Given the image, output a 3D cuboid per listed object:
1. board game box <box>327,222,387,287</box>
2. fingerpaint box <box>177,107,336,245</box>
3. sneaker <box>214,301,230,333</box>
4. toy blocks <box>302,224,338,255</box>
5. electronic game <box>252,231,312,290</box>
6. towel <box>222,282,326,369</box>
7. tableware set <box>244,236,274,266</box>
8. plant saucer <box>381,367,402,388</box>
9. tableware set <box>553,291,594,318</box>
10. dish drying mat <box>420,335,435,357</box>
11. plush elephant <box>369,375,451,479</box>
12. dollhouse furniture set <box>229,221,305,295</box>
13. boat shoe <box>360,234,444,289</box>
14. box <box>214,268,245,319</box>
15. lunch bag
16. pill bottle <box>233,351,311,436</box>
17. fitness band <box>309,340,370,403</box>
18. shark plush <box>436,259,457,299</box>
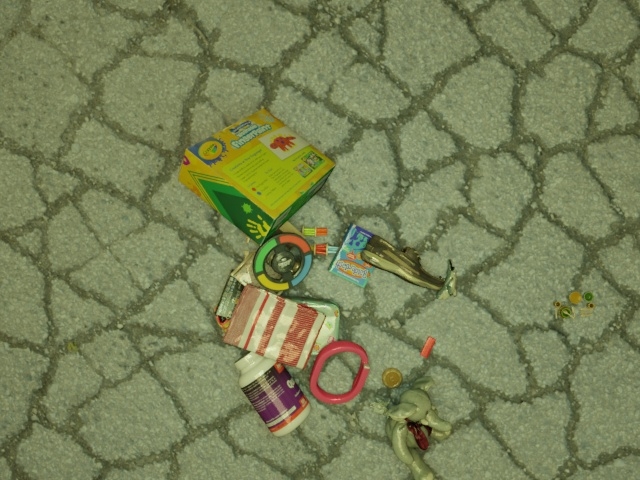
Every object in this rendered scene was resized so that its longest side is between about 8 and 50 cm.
[{"bbox_3d":[0.146,0.060,1.654,0.160,0.047,0.210,26,90,-11],"label":"board game box"},{"bbox_3d":[-0.215,-0.248,1.513,0.371,0.445,0.163,38,134,3],"label":"fingerpaint box"},{"bbox_3d":[-0.366,0.339,1.660,0.081,0.094,0.208,-33,88,1],"label":"sneaker"},{"bbox_3d":[0.000,0.000,1.675,0.148,0.054,0.123,3,87,1],"label":"toy blocks"},{"bbox_3d":[-0.133,0.079,1.501,0.229,0.048,0.229,-10,116,-23],"label":"electronic game"},{"bbox_3d":[-0.168,0.324,1.549,0.329,0.037,0.237,22,93,-7],"label":"towel"},{"bbox_3d":[-0.247,0.034,1.692,0.128,0.039,0.194,7,88,3],"label":"tableware set"},{"bbox_3d":[0.287,0.552,1.665,0.083,0.015,0.083,0,89,3],"label":"plant saucer"},{"bbox_3d":[0.999,0.255,1.639,0.154,0.024,0.104,-5,88,3],"label":"tableware set"},{"bbox_3d":[0.430,0.427,1.666,0.032,0.008,0.083,26,90,4],"label":"dish drying mat"},{"bbox_3d":[0.358,0.653,1.525,0.330,0.272,0.255,39,135,18],"label":"plush elephant"},{"bbox_3d":[-0.237,0.080,1.567,0.303,0.174,0.355,42,72,-4],"label":"dollhouse furniture set"},{"bbox_3d":[0.331,0.085,1.602,0.355,0.132,0.130,25,86,-13],"label":"boat shoe"},{"bbox_3d":[-0.296,0.231,1.640,0.184,0.045,0.190,21,72,-15],"label":"box"},{"bbox_3d":[-0.065,0.340,1.641,0.279,0.108,0.224,3,92,4],"label":"lunch bag"},{"bbox_3d":[-0.191,0.569,1.602,0.181,0.181,0.323,-35,87,1],"label":"pill bottle"},{"bbox_3d":[0.071,0.513,1.607,0.209,0.054,0.290,12,115,-9],"label":"fitness band"},{"bbox_3d":[0.500,0.156,1.651,0.067,0.073,0.161,5,95,34],"label":"shark plush"}]
